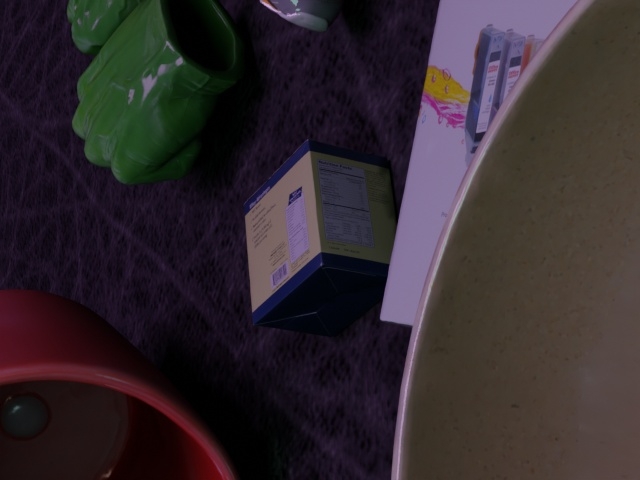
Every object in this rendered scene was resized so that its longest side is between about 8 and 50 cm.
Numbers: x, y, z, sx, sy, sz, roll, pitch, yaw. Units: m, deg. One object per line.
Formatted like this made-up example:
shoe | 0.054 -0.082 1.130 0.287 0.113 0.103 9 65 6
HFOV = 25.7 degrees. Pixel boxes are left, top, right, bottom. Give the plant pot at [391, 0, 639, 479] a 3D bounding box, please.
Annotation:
plant pot | 0.174 0.062 0.356 0.284 0.191 0.284 -28 57 54

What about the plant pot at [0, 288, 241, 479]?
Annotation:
plant pot | -0.197 0.163 0.940 0.243 0.275 0.275 -128 55 -66

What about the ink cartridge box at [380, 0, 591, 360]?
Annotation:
ink cartridge box | 0.121 -0.038 0.551 0.127 0.128 0.176 7 85 61

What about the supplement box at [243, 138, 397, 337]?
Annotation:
supplement box | 0.000 0.000 0.826 0.083 0.056 0.083 -42 45 47

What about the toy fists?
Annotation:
toy fists | -0.131 -0.162 1.084 0.142 0.096 0.279 -43 42 32

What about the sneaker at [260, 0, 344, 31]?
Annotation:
sneaker | -0.008 -0.232 0.902 0.083 0.084 0.215 -33 51 46
